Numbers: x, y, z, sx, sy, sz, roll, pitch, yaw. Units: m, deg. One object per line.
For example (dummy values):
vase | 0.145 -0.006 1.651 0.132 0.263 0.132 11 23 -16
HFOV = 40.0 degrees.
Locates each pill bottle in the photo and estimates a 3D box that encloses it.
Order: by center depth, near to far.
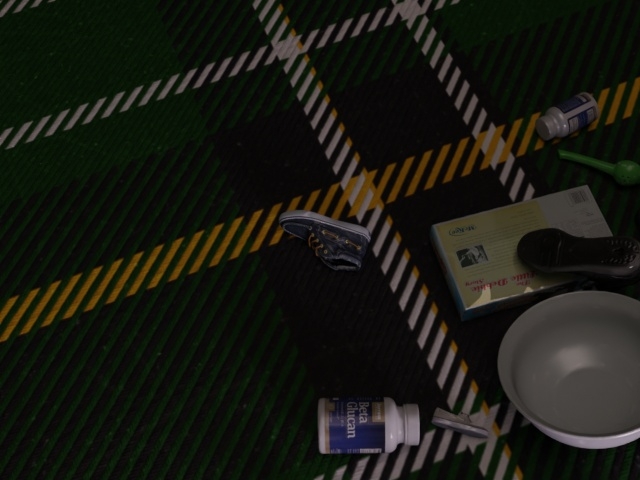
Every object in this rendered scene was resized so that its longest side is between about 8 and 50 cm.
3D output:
pill bottle | 0.081 0.312 1.490 0.169 0.094 0.094 -1 60 2
pill bottle | 0.506 -0.253 1.811 0.120 0.067 0.067 -27 63 -13

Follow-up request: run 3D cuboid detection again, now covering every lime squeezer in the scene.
lime squeezer | 0.644 -0.154 1.768 0.310 0.059 0.110 -7 30 0

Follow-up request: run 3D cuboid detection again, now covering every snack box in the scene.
snack box | 0.388 0.022 1.662 0.322 0.060 0.187 -14 62 -6

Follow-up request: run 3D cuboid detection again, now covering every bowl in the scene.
bowl | 0.454 0.236 1.473 0.298 0.134 0.298 -12 44 11

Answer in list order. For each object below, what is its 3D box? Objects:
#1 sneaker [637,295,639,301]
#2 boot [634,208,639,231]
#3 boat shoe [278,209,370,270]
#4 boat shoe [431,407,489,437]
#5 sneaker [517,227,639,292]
sneaker | 0.612 0.171 1.578 0.076 0.065 0.166 4 62 -14
boot | 0.677 -0.011 1.611 0.083 0.161 0.246 -28 63 -12
boat shoe | 0.000 0.000 1.689 0.183 0.065 0.083 12 60 8
boat shoe | 0.244 0.312 1.519 0.100 0.035 0.035 13 64 17
sneaker | 0.472 0.040 1.578 0.227 0.130 0.087 3 66 34
